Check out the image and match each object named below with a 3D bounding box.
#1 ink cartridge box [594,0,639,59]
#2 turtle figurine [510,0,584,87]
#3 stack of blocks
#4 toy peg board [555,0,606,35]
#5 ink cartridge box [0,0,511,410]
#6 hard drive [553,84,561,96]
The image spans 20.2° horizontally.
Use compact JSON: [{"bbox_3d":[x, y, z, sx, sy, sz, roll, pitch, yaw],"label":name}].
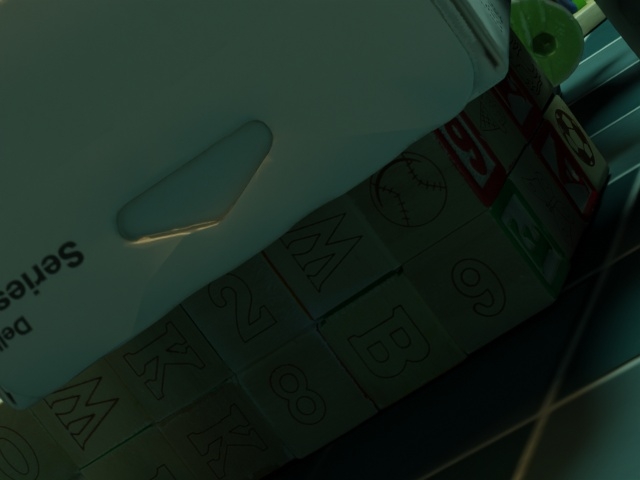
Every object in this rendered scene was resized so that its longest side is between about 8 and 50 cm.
[{"bbox_3d":[0.214,-0.133,0.728,0.190,0.082,0.139,-38,7,5],"label":"ink cartridge box"},{"bbox_3d":[0.034,-0.155,0.960,0.198,0.274,0.266,-64,10,8],"label":"turtle figurine"},{"bbox_3d":[-0.029,0.035,0.781,0.297,0.087,0.171,-33,8,23],"label":"stack of blocks"},{"bbox_3d":[0.134,-0.165,1.323,0.161,0.079,0.160,-39,8,-24],"label":"toy peg board"},{"bbox_3d":[-0.039,-0.073,0.684,0.201,0.117,0.278,-35,8,14],"label":"ink cartridge box"},{"bbox_3d":[0.000,0.000,1.055,0.307,0.040,0.203,-34,8,18],"label":"hard drive"}]
